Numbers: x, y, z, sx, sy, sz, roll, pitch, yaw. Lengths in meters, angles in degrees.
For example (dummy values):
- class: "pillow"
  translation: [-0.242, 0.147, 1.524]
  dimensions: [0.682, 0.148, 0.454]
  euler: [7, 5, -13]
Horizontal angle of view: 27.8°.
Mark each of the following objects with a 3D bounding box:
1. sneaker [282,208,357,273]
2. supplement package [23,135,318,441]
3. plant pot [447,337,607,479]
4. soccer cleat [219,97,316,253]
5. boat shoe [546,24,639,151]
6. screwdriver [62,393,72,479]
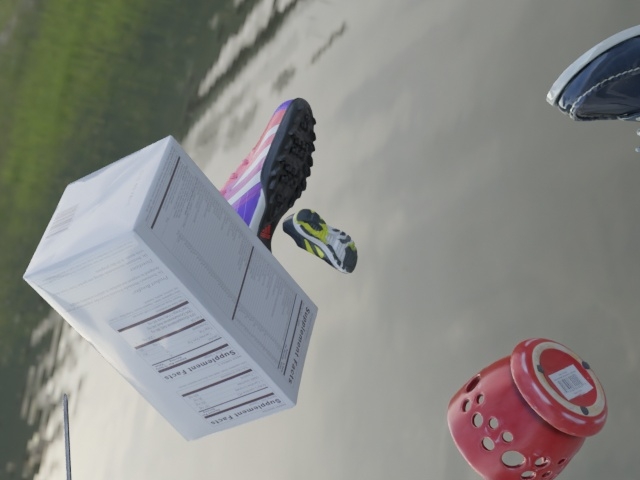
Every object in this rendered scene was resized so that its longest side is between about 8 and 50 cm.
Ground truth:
- class: "sneaker"
  translation: [0.000, 0.000, 1.161]
  dimensions: [0.035, 0.083, 0.031]
  euler: [-7, 46, 51]
- class: "supplement package"
  translation: [-0.131, 0.051, 1.205]
  dimensions: [0.134, 0.244, 0.139]
  euler: [-22, 33, 28]
- class: "plant pot"
  translation: [0.308, 0.247, 1.896]
  dimensions: [0.174, 0.191, 0.191]
  euler: [-53, 31, 33]
- class: "soccer cleat"
  translation: [-0.101, -0.045, 1.695]
  dimensions: [0.116, 0.108, 0.318]
  euler: [18, 88, 25]
- class: "boat shoe"
  translation: [0.306, -0.136, 1.126]
  dimensions: [0.079, 0.254, 0.095]
  euler: [62, 141, 19]
- class: "screwdriver"
  translation: [-0.193, 0.191, 0.983]
  dimensions: [0.025, 0.024, 0.170]
  euler: [-34, 48, 20]
